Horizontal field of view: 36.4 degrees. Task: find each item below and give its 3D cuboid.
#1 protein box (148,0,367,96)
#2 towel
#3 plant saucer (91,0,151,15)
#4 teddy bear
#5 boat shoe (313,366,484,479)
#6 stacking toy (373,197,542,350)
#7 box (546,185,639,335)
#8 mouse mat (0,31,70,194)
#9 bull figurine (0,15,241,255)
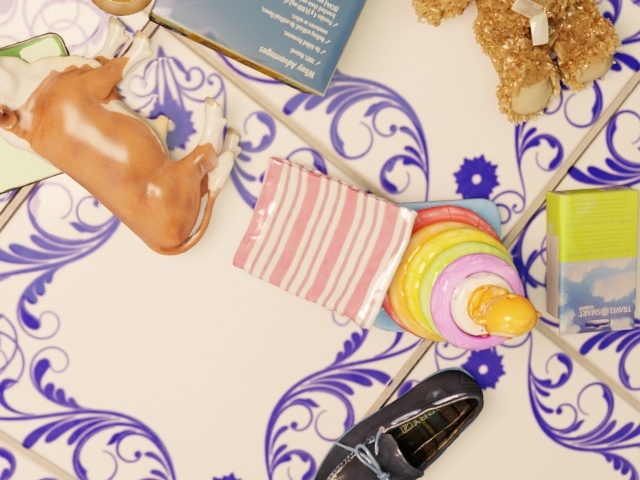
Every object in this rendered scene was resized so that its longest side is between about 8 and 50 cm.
[{"bbox_3d":[-0.053,-0.288,1.040,0.199,0.136,0.201,23,95,-14],"label":"protein box"},{"bbox_3d":[0.000,0.000,1.102,0.197,0.029,0.144,24,98,27],"label":"towel"},{"bbox_3d":[-0.220,-0.290,1.070,0.083,0.015,0.084,-2,100,-11],"label":"plant saucer"},{"bbox_3d":[0.228,-0.303,1.120,0.245,0.113,0.338,-42,113,6],"label":"teddy bear"},{"bbox_3d":[0.088,0.251,1.191,0.109,0.089,0.258,43,90,-15],"label":"boat shoe"},{"bbox_3d":[0.163,0.056,1.060,0.175,0.302,0.166,-4,101,-11],"label":"stacking toy"},{"bbox_3d":[0.341,0.025,1.222,0.109,0.042,0.178,-4,101,-10],"label":"box"},{"bbox_3d":[-0.352,-0.132,1.078,0.189,0.007,0.153,-19,104,-6],"label":"mouse mat"},{"bbox_3d":[-0.228,-0.124,1.050,0.310,0.101,0.188,43,82,-20],"label":"bull figurine"}]
